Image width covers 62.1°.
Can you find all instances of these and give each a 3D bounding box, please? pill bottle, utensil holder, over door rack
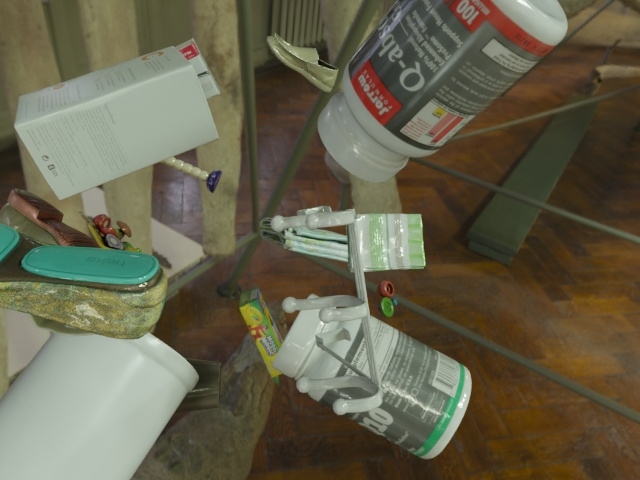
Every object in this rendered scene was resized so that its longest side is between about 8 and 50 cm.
[{"bbox_3d":[0.165,-0.261,0.822,0.210,0.363,0.210,22,47,-25],"label":"pill bottle"},{"bbox_3d":[-0.501,0.374,1.121,0.328,0.327,0.385,20,59,18],"label":"utensil holder"},{"bbox_3d":[0.099,0.265,1.078,0.361,0.204,0.204,28,39,3],"label":"pill bottle"},{"bbox_3d":[-0.002,0.076,0.749,0.108,0.239,0.324,-9,5,-5],"label":"over door rack"}]

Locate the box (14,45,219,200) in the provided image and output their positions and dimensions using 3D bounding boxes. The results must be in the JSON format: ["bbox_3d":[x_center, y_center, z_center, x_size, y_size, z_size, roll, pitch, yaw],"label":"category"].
[{"bbox_3d":[-0.423,-0.257,1.116,0.345,0.168,0.215,-24,36,-12],"label":"box"}]

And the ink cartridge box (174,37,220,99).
[{"bbox_3d":[-0.346,-0.476,1.489,0.063,0.150,0.109,-26,30,1],"label":"ink cartridge box"}]

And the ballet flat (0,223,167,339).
[{"bbox_3d":[-0.359,0.049,0.632,0.349,0.123,0.123,12,36,-3],"label":"ballet flat"}]

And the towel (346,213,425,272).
[{"bbox_3d":[0.127,0.002,1.025,0.152,0.113,0.023,-2,-6,-9],"label":"towel"}]

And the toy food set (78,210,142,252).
[{"bbox_3d":[-0.492,-0.007,1.283,0.071,0.128,0.218,-39,56,-11],"label":"toy food set"}]

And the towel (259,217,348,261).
[{"bbox_3d":[0.000,0.000,1.839,0.375,0.090,0.320,12,4,-25],"label":"towel"}]

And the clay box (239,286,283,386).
[{"bbox_3d":[-0.130,0.233,1.299,0.053,0.222,0.127,-25,12,-2],"label":"clay box"}]

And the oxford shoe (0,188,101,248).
[{"bbox_3d":[-0.681,0.032,1.374,0.397,0.146,0.140,37,3,18],"label":"oxford shoe"}]

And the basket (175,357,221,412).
[{"bbox_3d":[-0.400,0.411,1.510,0.227,0.154,0.204,3,30,-8],"label":"basket"}]

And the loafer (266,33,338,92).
[{"bbox_3d":[-0.053,-0.591,1.725,0.268,0.092,0.102,30,25,-26],"label":"loafer"}]

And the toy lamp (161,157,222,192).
[{"bbox_3d":[-0.420,-0.225,1.515,0.275,0.080,0.080,23,35,-10],"label":"toy lamp"}]

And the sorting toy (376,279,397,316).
[{"bbox_3d":[0.166,0.156,1.386,0.061,0.042,0.102,35,52,-35],"label":"sorting toy"}]
